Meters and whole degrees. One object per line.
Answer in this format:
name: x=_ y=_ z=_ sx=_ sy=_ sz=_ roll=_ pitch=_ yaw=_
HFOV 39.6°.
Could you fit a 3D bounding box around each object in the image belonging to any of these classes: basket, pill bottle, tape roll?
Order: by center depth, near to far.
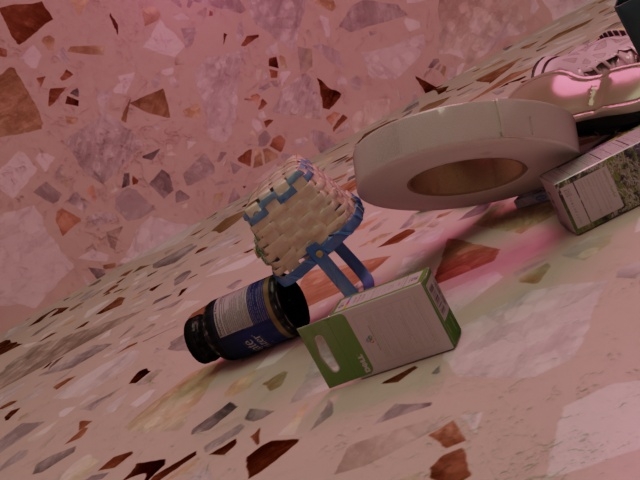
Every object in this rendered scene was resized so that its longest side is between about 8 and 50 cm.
tape roll: x=0.249 y=-0.138 z=1.536 sx=0.391 sy=0.072 sz=0.392 roll=-5 pitch=-14 yaw=-1
basket: x=0.000 y=0.000 z=1.579 sx=0.201 sy=0.289 sz=0.255 roll=-44 pitch=9 yaw=8
pill bottle: x=-0.140 y=0.151 z=1.654 sx=0.219 sy=0.123 sz=0.123 roll=-24 pitch=13 yaw=22

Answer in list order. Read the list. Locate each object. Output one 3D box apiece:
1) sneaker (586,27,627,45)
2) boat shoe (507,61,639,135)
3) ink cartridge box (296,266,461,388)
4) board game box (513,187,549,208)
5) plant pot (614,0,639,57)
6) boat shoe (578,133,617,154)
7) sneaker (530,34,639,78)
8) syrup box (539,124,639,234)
sneaker: x=0.830 y=-0.564 z=2.532 sx=0.094 sy=0.082 sz=0.208 roll=-32 pitch=12 yaw=-28
boat shoe: x=0.478 y=-0.235 z=1.576 sx=0.340 sy=0.113 sz=0.127 roll=-5 pitch=59 yaw=52
ink cartridge box: x=0.084 y=0.128 z=1.289 sx=0.209 sy=0.109 sz=0.062 roll=-23 pitch=13 yaw=25
board game box: x=0.421 y=-0.097 z=1.671 sx=0.090 sy=0.020 sz=0.090 roll=-16 pitch=18 yaw=45
plant pot: x=0.725 y=-0.417 z=1.803 sx=0.165 sy=0.234 sz=0.166 roll=-21 pitch=15 yaw=29
boat shoe: x=0.537 y=-0.248 z=1.754 sx=0.302 sy=0.113 sz=0.103 roll=-48 pitch=-20 yaw=-34
sneaker: x=0.661 y=-0.399 z=2.021 sx=0.257 sy=0.169 sz=0.447 roll=-19 pitch=13 yaw=43
syrup box: x=0.484 y=-0.110 z=1.417 sx=0.236 sy=0.093 sz=0.096 roll=-27 pitch=12 yaw=5
